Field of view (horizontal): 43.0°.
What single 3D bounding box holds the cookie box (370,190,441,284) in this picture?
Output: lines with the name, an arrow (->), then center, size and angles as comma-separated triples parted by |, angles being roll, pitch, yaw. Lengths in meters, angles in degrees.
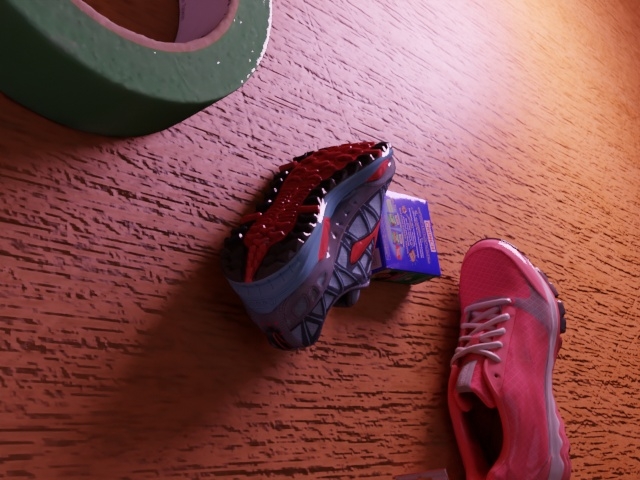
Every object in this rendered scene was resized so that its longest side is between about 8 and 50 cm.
cookie box -> 0.080, -0.003, 0.876 | 0.107, 0.040, 0.091 | 10, 66, -49

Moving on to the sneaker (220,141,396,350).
sneaker -> 0.000, 0.000, 0.753 | 0.262, 0.104, 0.125 | -50, 131, -45

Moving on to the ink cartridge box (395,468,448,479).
ink cartridge box -> 0.118, 0.273, 0.775 | 0.029, 0.063, 0.115 | -10, 82, -52

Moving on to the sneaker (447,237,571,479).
sneaker -> 0.198, 0.136, 0.899 | 0.136, 0.116, 0.313 | 18, 60, -45

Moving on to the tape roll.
tape roll -> -0.175, -0.244, 0.642 | 0.321, 0.077, 0.321 | 27, 53, -43
